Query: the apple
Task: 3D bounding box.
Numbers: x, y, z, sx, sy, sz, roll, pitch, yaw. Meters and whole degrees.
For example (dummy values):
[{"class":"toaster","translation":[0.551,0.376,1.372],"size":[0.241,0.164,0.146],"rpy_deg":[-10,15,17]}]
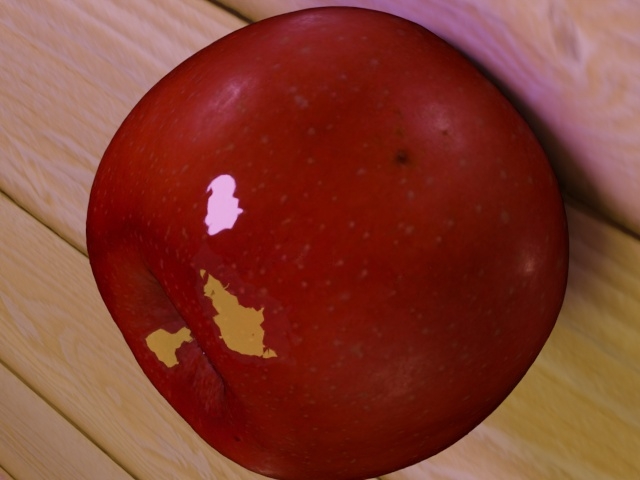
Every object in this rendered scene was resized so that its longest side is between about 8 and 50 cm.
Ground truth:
[{"class":"apple","translation":[0.000,0.000,0.981],"size":[0.260,0.216,0.260],"rpy_deg":[43,155,26]}]
